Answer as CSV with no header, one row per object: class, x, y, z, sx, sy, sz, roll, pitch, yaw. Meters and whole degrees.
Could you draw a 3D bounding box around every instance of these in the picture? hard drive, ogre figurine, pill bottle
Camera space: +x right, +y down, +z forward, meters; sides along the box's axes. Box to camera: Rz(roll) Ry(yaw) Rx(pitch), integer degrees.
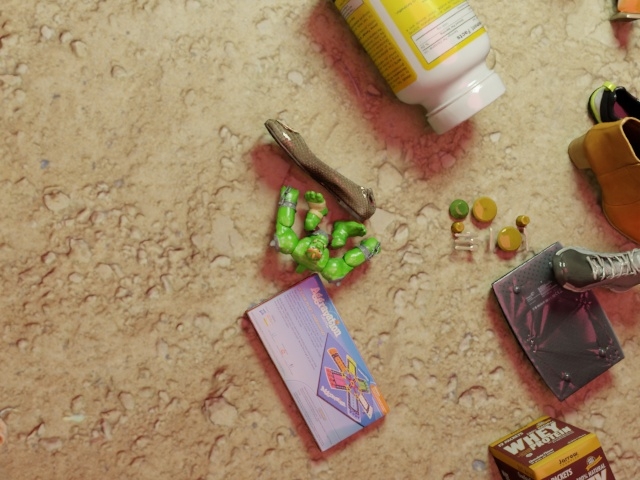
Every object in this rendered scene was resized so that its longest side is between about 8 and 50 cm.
hard drive,0.432,0.148,1.522,0.172,0.054,0.254,-32,95,-10
ogre figurine,0.000,0.000,1.423,0.197,0.097,0.118,40,64,-23
pill bottle,0.169,-0.357,1.409,0.188,0.188,0.333,-35,96,-10

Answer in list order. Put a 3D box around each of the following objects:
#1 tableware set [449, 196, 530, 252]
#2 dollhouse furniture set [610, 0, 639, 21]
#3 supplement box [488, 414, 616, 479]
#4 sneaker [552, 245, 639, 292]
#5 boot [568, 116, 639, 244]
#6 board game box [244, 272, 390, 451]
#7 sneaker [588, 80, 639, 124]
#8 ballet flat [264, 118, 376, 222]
tableware set,0.312,-0.029,1.519,0.154,0.024,0.103,1,86,-10
dollhouse furniture set,0.567,-0.532,1.486,0.259,0.135,0.261,3,104,-1
supplement box,0.421,0.436,1.446,0.129,0.191,0.194,-25,93,-11
sneaker,0.527,0.038,1.467,0.229,0.132,0.086,4,69,-36
boot,0.584,-0.092,1.476,0.295,0.211,0.104,46,82,-8
board game box,-0.004,0.213,1.448,0.145,0.027,0.281,-28,94,-9
sneaker,0.592,-0.199,1.536,0.235,0.097,0.084,44,82,-8
ballet flat,0.005,-0.129,1.425,0.250,0.084,0.058,42,97,-13
